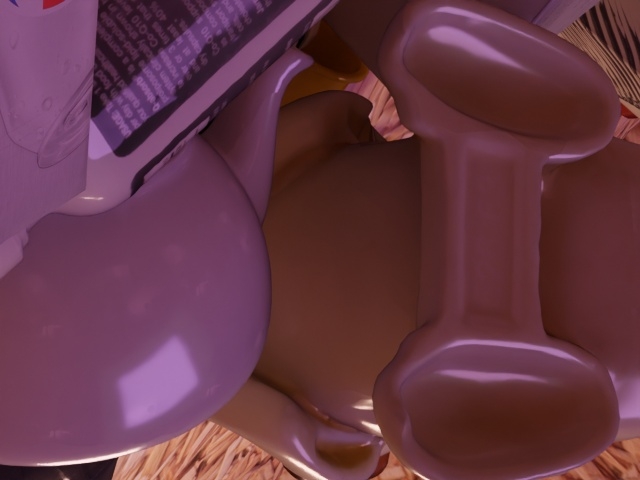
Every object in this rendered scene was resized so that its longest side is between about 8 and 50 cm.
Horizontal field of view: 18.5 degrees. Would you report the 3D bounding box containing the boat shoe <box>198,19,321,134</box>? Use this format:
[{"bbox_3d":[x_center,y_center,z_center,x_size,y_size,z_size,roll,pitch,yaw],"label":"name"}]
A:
[{"bbox_3d":[-0.059,-0.130,1.270,0.079,0.084,0.233,-46,172,-32],"label":"boat shoe"}]

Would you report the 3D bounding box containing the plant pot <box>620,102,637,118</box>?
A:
[{"bbox_3d":[0.369,-0.281,2.022,0.267,0.267,0.236,-40,180,-36],"label":"plant pot"}]

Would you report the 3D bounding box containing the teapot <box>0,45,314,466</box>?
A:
[{"bbox_3d":[-0.150,-0.009,1.073,0.256,0.252,0.187,-65,156,-58],"label":"teapot"}]

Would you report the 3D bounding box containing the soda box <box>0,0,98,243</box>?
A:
[{"bbox_3d":[-0.139,-0.130,0.705,0.091,0.098,0.286,-38,147,-44],"label":"soda box"}]

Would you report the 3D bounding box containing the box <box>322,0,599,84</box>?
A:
[{"bbox_3d":[0.167,-0.264,1.395,0.345,0.168,0.215,-39,174,-40],"label":"box"}]

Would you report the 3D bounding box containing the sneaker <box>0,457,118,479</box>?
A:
[{"bbox_3d":[-0.236,0.130,1.516,0.296,0.104,0.147,18,94,-65],"label":"sneaker"}]

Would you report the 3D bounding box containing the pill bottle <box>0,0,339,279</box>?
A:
[{"bbox_3d":[-0.108,-0.112,0.932,0.278,0.162,0.162,-44,169,-14],"label":"pill bottle"}]

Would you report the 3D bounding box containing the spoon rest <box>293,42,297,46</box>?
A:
[{"bbox_3d":[-0.042,-0.179,1.130,0.137,0.084,0.276,11,132,-30],"label":"spoon rest"}]

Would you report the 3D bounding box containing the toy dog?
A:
[{"bbox_3d":[0.062,0.027,1.322,0.395,0.284,0.408,-1,171,-33],"label":"toy dog"}]

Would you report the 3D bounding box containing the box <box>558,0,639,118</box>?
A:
[{"bbox_3d":[0.241,-0.204,1.666,0.094,0.275,0.113,-46,168,-7],"label":"box"}]

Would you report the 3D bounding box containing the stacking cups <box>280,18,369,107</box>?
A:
[{"bbox_3d":[-0.087,-0.043,1.474,0.316,0.096,0.096,-51,169,31],"label":"stacking cups"}]
